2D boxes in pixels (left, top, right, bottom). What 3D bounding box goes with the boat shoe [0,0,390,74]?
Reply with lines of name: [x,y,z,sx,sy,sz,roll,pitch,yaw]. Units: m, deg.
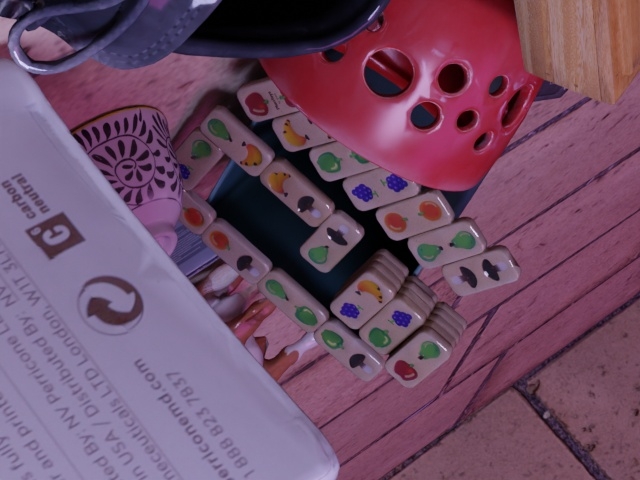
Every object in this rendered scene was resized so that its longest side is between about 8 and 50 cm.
boat shoe: [-0.098,-0.175,0.798,0.187,0.156,0.500,-44,163,19]

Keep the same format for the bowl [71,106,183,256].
bowl: [-0.155,-0.009,1.246,0.170,0.080,0.170,-36,164,-12]

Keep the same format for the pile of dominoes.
pile of dominoes: [0.000,0.000,1.273,0.196,0.251,0.040,-45,-174,44]

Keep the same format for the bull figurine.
bull figurine: [-0.091,0.111,1.686,0.188,0.101,0.310,-42,167,-8]

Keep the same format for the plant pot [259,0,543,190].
plant pot: [0.075,-0.157,1.190,0.174,0.191,0.191,-57,159,22]

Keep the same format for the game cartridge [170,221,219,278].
game cartridge: [-0.119,0.006,1.409,0.083,0.056,0.017,-33,170,-22]

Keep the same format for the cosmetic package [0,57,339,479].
cosmetic package: [-0.249,0.170,1.060,0.327,0.329,0.393,-31,163,-29]

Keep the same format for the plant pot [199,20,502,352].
plant pot: [0.049,-0.067,1.391,0.234,0.165,0.165,-47,174,-46]

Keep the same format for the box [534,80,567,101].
box: [0.242,-0.224,1.611,0.231,0.056,0.183,-49,161,28]

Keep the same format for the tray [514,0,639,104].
tray: [0.175,-0.281,0.955,0.203,0.076,0.411,-52,150,-22]
